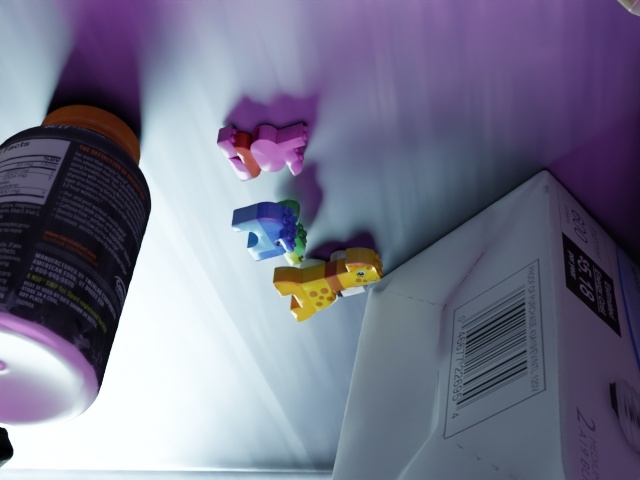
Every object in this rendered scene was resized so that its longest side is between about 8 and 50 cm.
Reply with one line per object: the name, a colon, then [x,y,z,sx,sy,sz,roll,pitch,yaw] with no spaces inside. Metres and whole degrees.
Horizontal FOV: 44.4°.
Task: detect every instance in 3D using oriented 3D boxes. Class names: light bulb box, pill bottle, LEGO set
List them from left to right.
pill bottle: [-0.200,0.002,0.581,0.130,0.245,0.130,2,134,2]
LEGO set: [0.000,0.000,0.685,0.093,0.087,0.227,-15,134,17]
light bulb box: [0.215,0.205,0.652,0.361,0.358,0.225,41,125,-19]

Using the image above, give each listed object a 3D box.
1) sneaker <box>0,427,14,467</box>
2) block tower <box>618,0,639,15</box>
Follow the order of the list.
sneaker: [-0.444,0.279,0.993,0.106,0.078,0.234,13,133,-7]
block tower: [0.156,-0.186,0.413,0.335,0.091,0.097,7,133,-35]
